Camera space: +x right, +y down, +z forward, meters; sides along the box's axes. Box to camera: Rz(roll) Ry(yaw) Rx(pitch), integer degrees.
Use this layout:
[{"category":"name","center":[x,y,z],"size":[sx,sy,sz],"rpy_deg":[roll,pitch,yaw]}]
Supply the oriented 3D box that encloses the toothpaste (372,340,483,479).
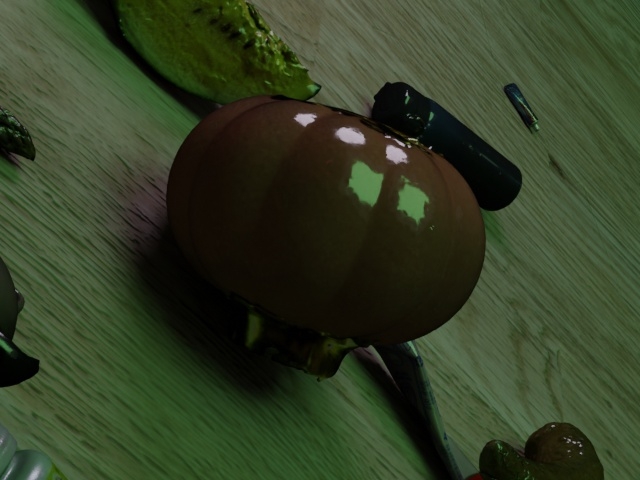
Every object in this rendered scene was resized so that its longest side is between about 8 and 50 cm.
[{"category":"toothpaste","center":[0.115,0.179,1.733],"size":[0.301,0.048,0.075],"rpy_deg":[61,4,-14]}]

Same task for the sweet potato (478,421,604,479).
[{"category":"sweet potato","center":[0.246,0.262,1.791],"size":[0.124,0.098,0.310],"rpy_deg":[52,18,15]}]

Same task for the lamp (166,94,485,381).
[{"category":"lamp","center":[0.000,0.000,1.519],"size":[0.305,0.240,0.305],"rpy_deg":[21,0,0]}]

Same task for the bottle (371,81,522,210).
[{"category":"bottle","center":[0.159,-0.117,2.095],"size":[0.244,0.072,0.082],"rpy_deg":[34,17,-39]}]

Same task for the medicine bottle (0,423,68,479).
[{"category":"medicine bottle","center":[-0.200,0.214,1.059],"size":[0.225,0.139,0.139],"rpy_deg":[52,27,-13]}]

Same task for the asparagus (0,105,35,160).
[{"category":"asparagus","center":[-0.295,-0.120,1.374],"size":[0.165,0.030,0.036],"rpy_deg":[43,6,-24]}]

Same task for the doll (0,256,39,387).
[{"category":"doll","center":[-0.302,0.032,1.088],"size":[0.257,0.117,0.182],"rpy_deg":[18,25,-51]}]

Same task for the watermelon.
[{"category":"watermelon","center":[-0.132,-0.239,1.666],"size":[0.301,0.129,0.123],"rpy_deg":[50,29,-27]}]

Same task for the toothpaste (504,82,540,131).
[{"category":"toothpaste","center":[0.303,-0.199,2.490],"size":[0.027,0.019,0.083],"rpy_deg":[-29,87,-40]}]
